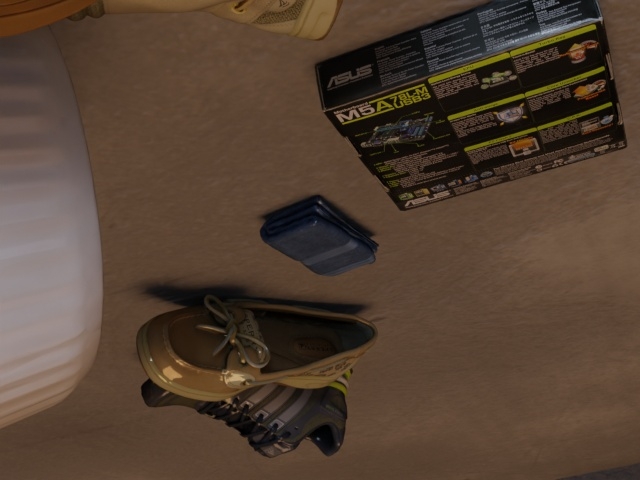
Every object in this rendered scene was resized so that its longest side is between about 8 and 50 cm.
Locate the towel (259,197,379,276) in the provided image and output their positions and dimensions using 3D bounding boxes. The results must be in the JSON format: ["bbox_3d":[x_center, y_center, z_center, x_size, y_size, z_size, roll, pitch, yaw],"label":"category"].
[{"bbox_3d":[0.000,0.000,0.863,0.067,0.029,0.119,-20,153,23],"label":"towel"}]

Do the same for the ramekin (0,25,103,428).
[{"bbox_3d":[-0.207,-0.017,0.498,0.127,0.273,0.273,-9,158,-27],"label":"ramekin"}]

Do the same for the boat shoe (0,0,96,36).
[{"bbox_3d":[-0.076,-0.189,0.341,0.098,0.096,0.277,17,134,-44],"label":"boat shoe"}]

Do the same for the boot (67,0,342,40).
[{"bbox_3d":[-0.058,-0.172,0.430,0.165,0.077,0.213,0,154,-12],"label":"boot"}]

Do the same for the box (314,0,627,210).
[{"bbox_3d":[0.117,-0.095,0.684,0.191,0.045,0.184,-16,152,17],"label":"box"}]

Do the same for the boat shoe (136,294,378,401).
[{"bbox_3d":[-0.061,0.104,0.994,0.285,0.104,0.089,3,150,-47],"label":"boat shoe"}]

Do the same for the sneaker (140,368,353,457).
[{"bbox_3d":[-0.077,0.201,1.154,0.300,0.121,0.111,10,149,-34],"label":"sneaker"}]
